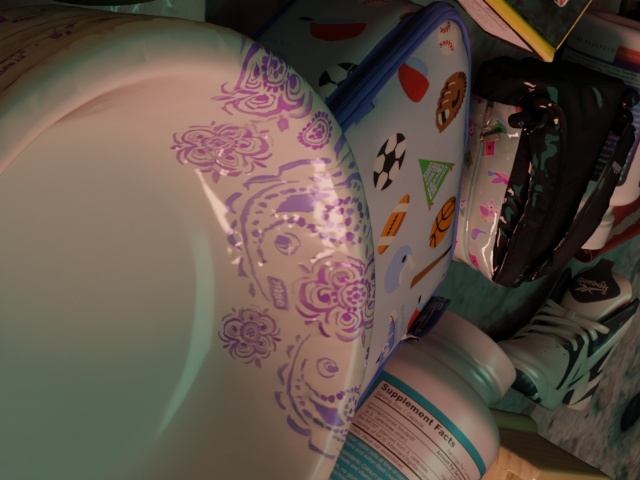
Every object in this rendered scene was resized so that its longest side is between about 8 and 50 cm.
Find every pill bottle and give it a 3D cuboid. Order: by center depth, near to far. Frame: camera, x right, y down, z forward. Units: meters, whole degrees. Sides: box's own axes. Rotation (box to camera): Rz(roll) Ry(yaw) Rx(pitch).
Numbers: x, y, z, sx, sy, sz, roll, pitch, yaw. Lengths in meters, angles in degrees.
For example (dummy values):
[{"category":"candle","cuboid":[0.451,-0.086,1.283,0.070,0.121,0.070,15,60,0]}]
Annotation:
[{"category":"pill bottle","cuboid":[0.044,0.181,1.043,0.264,0.146,0.146,-49,144,-19]},{"category":"pill bottle","cuboid":[0.242,-0.096,1.140,0.108,0.108,0.193,-6,118,-51]}]

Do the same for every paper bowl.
[{"category":"paper bowl","cuboid":[-0.116,0.039,0.579,0.284,0.148,0.284,-20,116,-47]}]

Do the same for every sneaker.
[{"category":"sneaker","cuboid":[0.238,0.082,1.275,0.235,0.094,0.153,20,96,-56]}]

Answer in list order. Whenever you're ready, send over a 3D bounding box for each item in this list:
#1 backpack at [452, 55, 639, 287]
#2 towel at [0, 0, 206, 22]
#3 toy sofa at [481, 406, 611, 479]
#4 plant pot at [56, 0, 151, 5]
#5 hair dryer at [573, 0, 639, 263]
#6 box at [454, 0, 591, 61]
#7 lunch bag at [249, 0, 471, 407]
[{"category":"backpack","cuboid":[0.162,-0.056,1.060,0.152,0.115,0.182,-3,117,-39]},{"category":"towel","cuboid":[-0.178,0.017,0.701,0.317,0.053,0.332,-31,137,-46]},{"category":"toy sofa","cuboid":[0.093,0.322,1.190,0.150,0.177,0.362,18,100,-51]},{"category":"plant pot","cuboid":[-0.088,-0.248,0.507,0.275,0.275,0.293,-36,155,-32]},{"category":"hair dryer","cuboid":[0.306,-0.116,1.267,0.224,0.080,0.293,14,96,-39]},{"category":"box","cuboid":[0.128,-0.304,0.717,0.257,0.079,0.322,35,90,-37]},{"category":"lunch bag","cuboid":[0.000,0.000,0.843,0.243,0.115,0.303,-52,152,-34]}]
